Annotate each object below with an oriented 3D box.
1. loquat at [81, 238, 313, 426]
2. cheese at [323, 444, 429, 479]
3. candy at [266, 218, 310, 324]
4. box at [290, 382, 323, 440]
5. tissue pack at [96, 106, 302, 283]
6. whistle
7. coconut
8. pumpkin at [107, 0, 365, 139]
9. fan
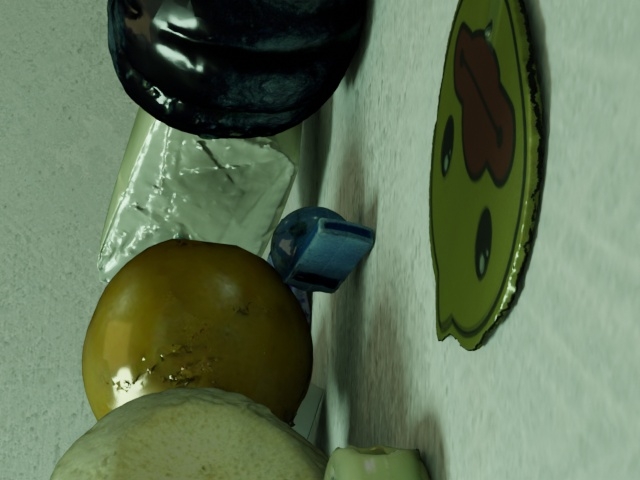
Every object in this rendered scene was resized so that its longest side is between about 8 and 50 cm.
[{"bbox_3d":[-0.119,0.113,1.084,0.235,0.235,0.235,-177,90,-83],"label":"loquat"},{"bbox_3d":[0.034,0.245,0.712,0.137,0.064,0.227,116,155,-76],"label":"cheese"},{"bbox_3d":[-0.047,0.114,1.431,0.145,0.070,0.275,96,172,-81],"label":"candy"},{"bbox_3d":[-0.109,0.294,1.224,0.203,0.116,0.274,120,173,-48],"label":"box"},{"bbox_3d":[-0.148,-0.129,1.487,0.380,0.207,0.297,-88,21,-56],"label":"tissue pack"},{"bbox_3d":[0.000,0.000,1.046,0.158,0.090,0.090,125,150,-54],"label":"whistle"},{"bbox_3d":[-0.105,0.287,0.901,0.329,0.329,0.329,-177,90,-83],"label":"coconut"},{"bbox_3d":[-0.089,-0.279,1.147,0.363,0.266,0.363,-176,90,-78],"label":"pumpkin"},{"bbox_3d":[0.092,-0.084,0.612,0.229,0.011,0.335,-99,12,-60],"label":"fan"}]
